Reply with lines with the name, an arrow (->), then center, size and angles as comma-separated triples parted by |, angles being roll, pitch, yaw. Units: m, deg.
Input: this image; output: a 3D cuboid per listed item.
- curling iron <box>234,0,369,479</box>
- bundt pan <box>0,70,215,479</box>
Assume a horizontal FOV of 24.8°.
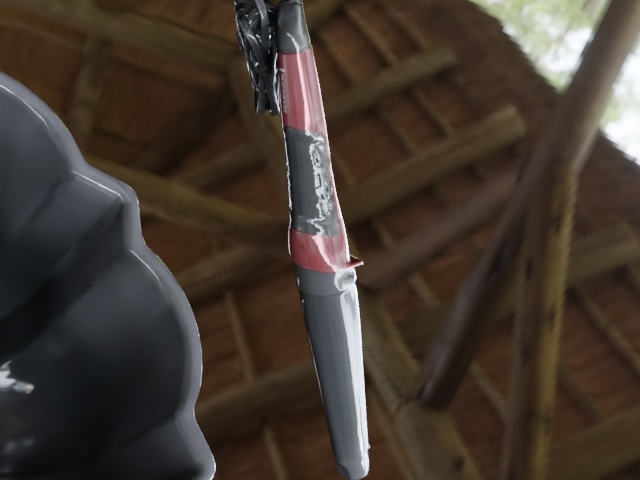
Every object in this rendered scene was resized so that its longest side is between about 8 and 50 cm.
curling iron -> 0.000, 0.000, 0.725 | 0.035, 0.274, 0.068 | -14, -158, -4
bundt pan -> -0.214, 0.070, 0.561 | 0.330, 0.124, 0.331 | 16, -123, -25
